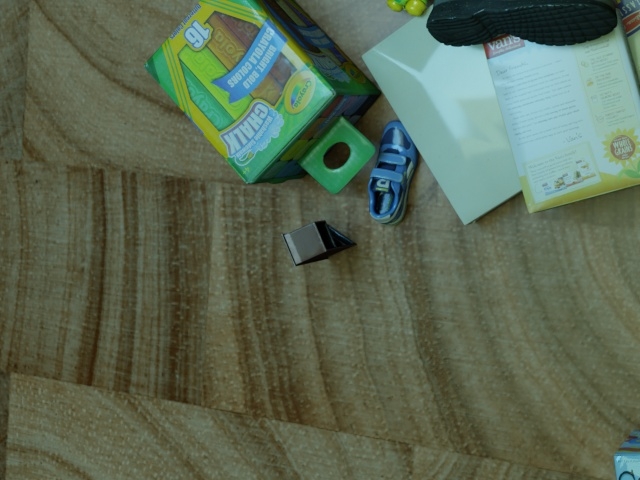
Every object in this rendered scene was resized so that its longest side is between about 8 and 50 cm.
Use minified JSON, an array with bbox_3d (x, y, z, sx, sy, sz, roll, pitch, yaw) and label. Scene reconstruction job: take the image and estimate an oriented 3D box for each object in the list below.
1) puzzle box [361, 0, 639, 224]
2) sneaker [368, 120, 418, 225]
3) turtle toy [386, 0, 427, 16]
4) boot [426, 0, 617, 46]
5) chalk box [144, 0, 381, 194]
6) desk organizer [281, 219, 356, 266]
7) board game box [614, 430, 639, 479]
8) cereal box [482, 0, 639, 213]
[{"bbox_3d":[0.287,-0.237,1.748,0.409,0.052,0.272,-33,82,21],"label":"puzzle box"},{"bbox_3d":[0.096,-0.090,1.835,0.053,0.059,0.144,8,97,24],"label":"sneaker"},{"bbox_3d":[0.109,-0.353,1.790,0.095,0.066,0.130,-59,33,-1],"label":"turtle toy"},{"bbox_3d":[0.249,-0.325,1.660,0.246,0.083,0.161,4,65,29],"label":"boot"},{"bbox_3d":[-0.055,-0.192,1.823,0.289,0.179,0.180,48,110,12],"label":"chalk box"},{"bbox_3d":[0.000,0.000,1.845,0.050,0.130,0.047,-24,86,20],"label":"desk organizer"},{"bbox_3d":[0.458,0.383,1.686,0.144,0.142,0.275,-5,93,23],"label":"board game box"},{"bbox_3d":[0.312,-0.170,1.690,0.173,0.047,0.240,-15,88,23],"label":"cereal box"}]
